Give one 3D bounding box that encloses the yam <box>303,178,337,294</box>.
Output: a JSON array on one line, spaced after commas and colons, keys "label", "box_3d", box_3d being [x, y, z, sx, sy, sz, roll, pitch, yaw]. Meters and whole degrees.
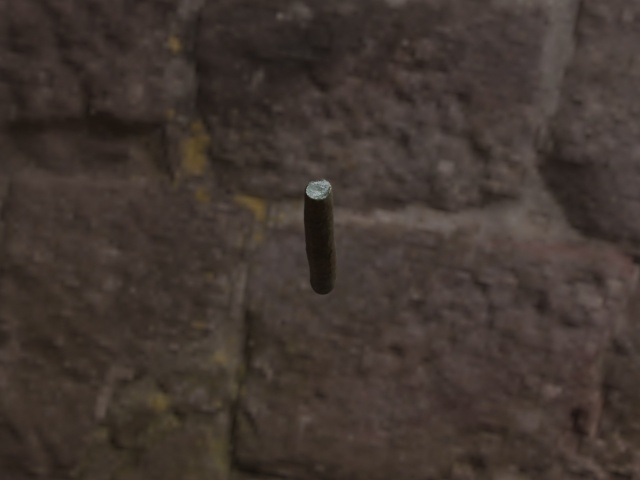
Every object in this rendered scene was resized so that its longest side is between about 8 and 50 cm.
[{"label": "yam", "box_3d": [0.000, 0.000, 1.059, 0.021, 0.116, 0.021, -1, 56, 1]}]
